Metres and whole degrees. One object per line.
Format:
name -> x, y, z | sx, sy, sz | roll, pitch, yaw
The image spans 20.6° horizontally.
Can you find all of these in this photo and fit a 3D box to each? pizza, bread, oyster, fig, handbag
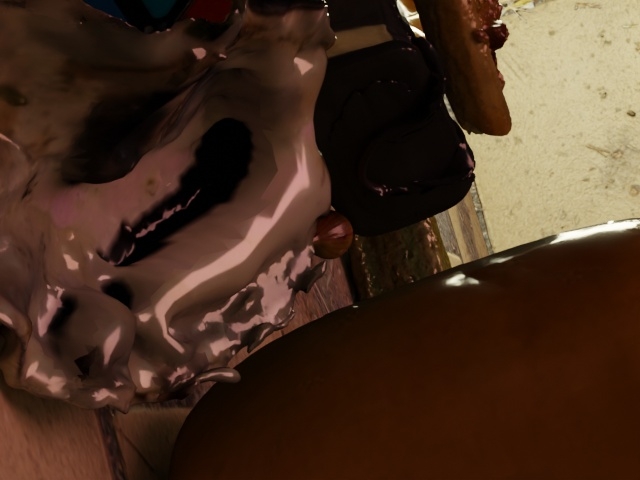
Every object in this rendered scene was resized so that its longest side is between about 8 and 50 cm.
pizza -> 0.133, -0.268, 1.811 | 0.226, 0.086, 0.335 | -81, 152, -69
bread -> 0.103, 0.141, 1.055 | 0.348, 0.376, 0.253 | -38, 109, -77
oyster -> -0.083, -0.043, 0.936 | 0.351, 0.115, 0.238 | -39, 138, -54
fig -> 0.000, 0.000, 1.685 | 0.083, 0.050, 0.050 | -41, 114, -58
handbag -> 0.036, -0.130, 1.711 | 0.254, 0.181, 0.181 | 62, 7, -47
bread -> 0.094, 0.035, 1.943 | 0.196, 0.102, 0.138 | 9, 66, -82

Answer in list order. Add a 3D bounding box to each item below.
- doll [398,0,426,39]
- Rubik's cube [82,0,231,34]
doll -> 0.061, -0.198, 2.001 | 0.162, 0.166, 0.269 | 24, 22, -16
Rubik's cube -> -0.090, -0.113, 1.096 | 0.284, 0.250, 0.234 | -98, -174, -62
